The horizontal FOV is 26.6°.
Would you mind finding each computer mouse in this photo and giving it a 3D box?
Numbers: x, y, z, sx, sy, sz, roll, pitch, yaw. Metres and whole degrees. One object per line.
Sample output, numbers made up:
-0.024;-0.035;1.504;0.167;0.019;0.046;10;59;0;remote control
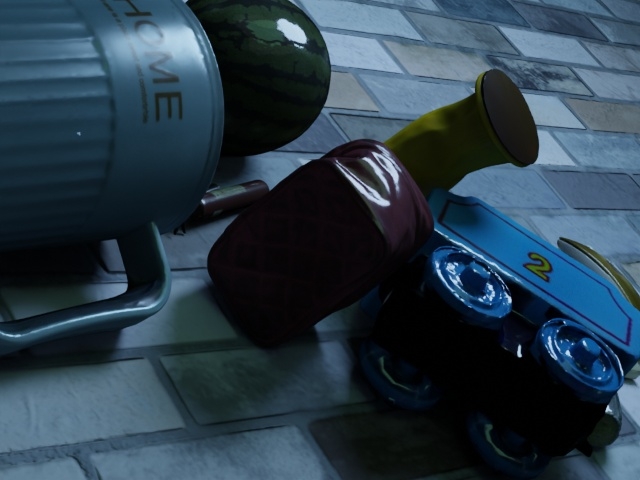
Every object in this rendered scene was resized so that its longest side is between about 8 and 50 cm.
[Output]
0.403;0.064;1.877;0.199;0.045;0.102;54;15;29;computer mouse

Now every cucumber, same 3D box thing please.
0.328;0.195;1.627;0.064;0.064;0.112;24;35;-19;cucumber

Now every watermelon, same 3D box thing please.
-0.095;-0.202;1.615;0.212;0.212;0.212;25;32;-17;watermelon

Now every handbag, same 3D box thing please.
0.000;0.000;1.408;0.146;0.225;0.135;53;32;4;handbag

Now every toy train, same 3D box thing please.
0.202;0.102;1.501;0.300;0.188;0.265;33;31;-3;toy train

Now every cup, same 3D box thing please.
-0.291;-0.081;1.261;0.257;0.331;0.311;15;16;39;cup

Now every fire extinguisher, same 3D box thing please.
-0.121;-0.047;1.542;0.049;0.035;0.173;48;29;13;fire extinguisher

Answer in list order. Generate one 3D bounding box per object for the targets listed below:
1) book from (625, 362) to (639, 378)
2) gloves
0.299;0.104;1.758;0.232;0.022;0.162;11;39;-35;book
0.097;-0.088;1.578;0.133;0.294;0.116;42;39;-35;gloves
